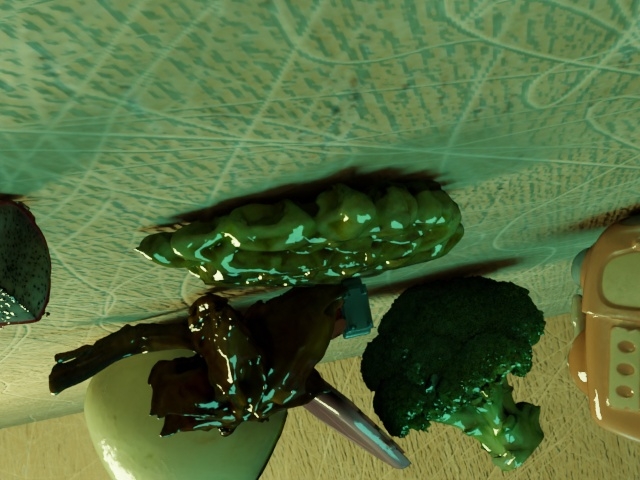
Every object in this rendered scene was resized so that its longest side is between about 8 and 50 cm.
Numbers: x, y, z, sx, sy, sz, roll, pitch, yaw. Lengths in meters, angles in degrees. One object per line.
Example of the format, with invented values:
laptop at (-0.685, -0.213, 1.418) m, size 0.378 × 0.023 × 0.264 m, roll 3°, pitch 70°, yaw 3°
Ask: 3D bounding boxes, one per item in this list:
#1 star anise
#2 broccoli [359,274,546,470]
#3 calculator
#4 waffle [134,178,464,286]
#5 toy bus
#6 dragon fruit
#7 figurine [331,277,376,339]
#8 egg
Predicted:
star anise at (-0.130, 0.131, 1.297) m, size 0.346 × 0.148 × 0.237 m, roll -11°, pitch 150°, yaw 13°
broccoli at (0.187, 0.176, 1.556) m, size 0.270 × 0.270 × 0.270 m, roll -36°, pitch -176°, yaw 3°
calculator at (0.005, 0.210, 1.563) m, size 0.294 × 0.043 × 0.194 m, roll 30°, pitch 166°, yaw 52°
waffle at (0.001, 0.003, 0.877) m, size 0.204 × 0.054 × 0.223 m, roll -15°, pitch 170°, yaw 21°
toy bus at (0.379, 0.088, 1.271) m, size 0.232 × 0.288 × 0.194 m, roll 3°, pitch -176°, yaw 31°
dragon fruit at (-0.189, 0.008, 0.666) m, size 0.056 × 0.060 × 0.083 m, roll -8°, pitch 147°, yaw 27°
figurine at (0.016, 0.083, 1.396) m, size 0.075 × 0.068 × 0.140 m, roll -14°, pitch 180°, yaw -18°
egg at (-0.175, 0.206, 1.463) m, size 0.286 × 0.264 × 0.174 m, roll -11°, pitch 143°, yaw 45°
